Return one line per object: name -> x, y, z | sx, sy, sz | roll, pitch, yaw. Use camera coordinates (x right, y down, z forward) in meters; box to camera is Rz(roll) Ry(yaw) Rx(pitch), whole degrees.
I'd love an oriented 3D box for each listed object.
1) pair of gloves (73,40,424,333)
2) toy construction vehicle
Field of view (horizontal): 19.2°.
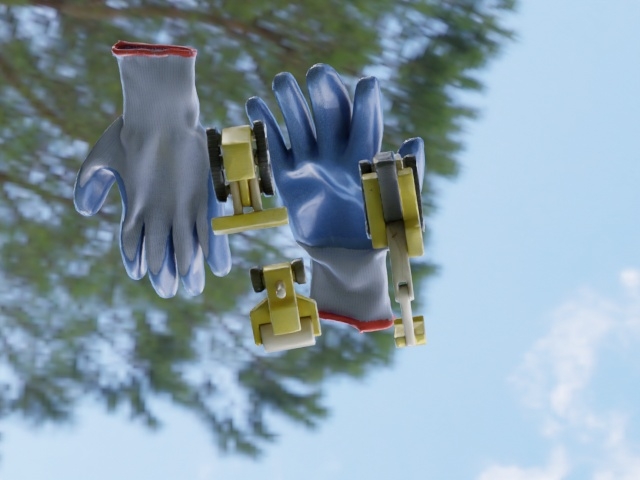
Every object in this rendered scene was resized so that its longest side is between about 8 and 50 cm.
pair of gloves -> -0.041, -0.028, 0.993 | 0.198, 0.023, 0.159 | 8, -57, 17
toy construction vehicle -> 0.000, 0.000, 0.760 | 0.086, 0.035, 0.098 | -6, -72, 0
